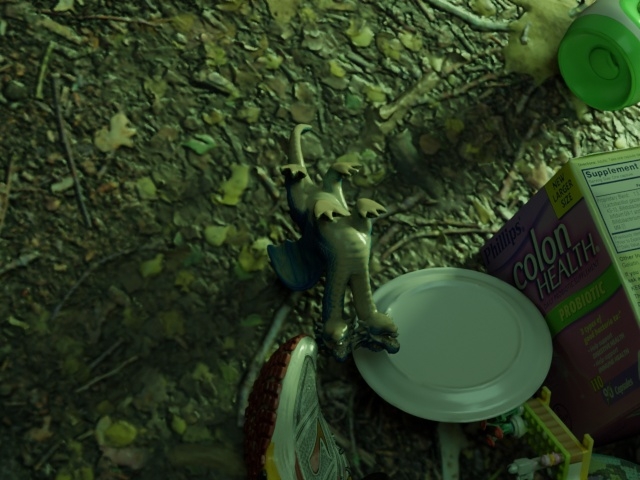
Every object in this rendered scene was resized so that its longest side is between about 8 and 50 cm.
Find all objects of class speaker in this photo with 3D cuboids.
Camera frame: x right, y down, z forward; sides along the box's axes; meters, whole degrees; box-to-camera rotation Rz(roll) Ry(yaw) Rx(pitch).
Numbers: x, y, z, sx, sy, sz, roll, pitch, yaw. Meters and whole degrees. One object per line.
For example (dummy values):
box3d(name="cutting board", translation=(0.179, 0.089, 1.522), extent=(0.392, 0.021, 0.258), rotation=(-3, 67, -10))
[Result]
box3d(name="speaker", translation=(0.411, -0.270, 1.688), extent=(0.296, 0.131, 0.131), rotation=(-38, 83, -31))

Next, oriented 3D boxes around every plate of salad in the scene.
box3d(name="plate of salad", translation=(0.130, 0.106, 1.417), extent=(0.200, 0.048, 0.200), rotation=(0, 47, 0))

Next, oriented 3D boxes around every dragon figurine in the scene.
box3d(name="dragon figurine", translation=(0.000, 0.000, 1.417), extent=(0.085, 0.144, 0.289), rotation=(-6, 35, -23))

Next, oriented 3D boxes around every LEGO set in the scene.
box3d(name="LEGO set", translation=(0.197, 0.240, 1.350), extent=(0.107, 0.132, 0.287), rotation=(-9, 67, -20))

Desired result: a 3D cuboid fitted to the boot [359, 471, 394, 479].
box3d(name="boot", translation=(0.066, 0.391, 1.258), extent=(0.280, 0.096, 0.264), rotation=(50, 55, -16))

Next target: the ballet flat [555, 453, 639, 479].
box3d(name="ballet flat", translation=(0.337, 0.279, 1.417), extent=(0.221, 0.077, 0.079), rotation=(24, 37, -12))

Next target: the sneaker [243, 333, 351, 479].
box3d(name="sneaker", translation=(-0.020, 0.199, 1.327), extent=(0.093, 0.088, 0.225), rotation=(9, 72, -21))

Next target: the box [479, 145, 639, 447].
box3d(name="box", translation=(0.291, 0.062, 1.427), extent=(0.117, 0.213, 0.243), rotation=(-10, 70, -24))
